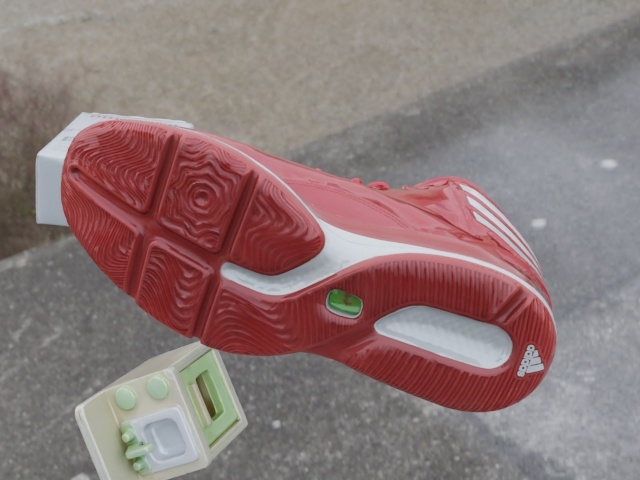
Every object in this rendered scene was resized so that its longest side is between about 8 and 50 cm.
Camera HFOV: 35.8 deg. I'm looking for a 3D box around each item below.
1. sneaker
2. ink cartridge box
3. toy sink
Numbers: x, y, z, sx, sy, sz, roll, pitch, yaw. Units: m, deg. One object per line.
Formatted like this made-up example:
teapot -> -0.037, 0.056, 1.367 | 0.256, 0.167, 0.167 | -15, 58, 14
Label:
sneaker -> 0.000, 0.000, 0.459 | 0.221, 0.087, 0.128 | 26, 19, 6
ink cartridge box -> -0.248, -0.088, 1.233 | 0.154, 0.093, 0.212 | 6, 22, -1
toy sink -> -0.219, 0.254, 1.431 | 0.131, 0.153, 0.234 | -21, 3, 20
